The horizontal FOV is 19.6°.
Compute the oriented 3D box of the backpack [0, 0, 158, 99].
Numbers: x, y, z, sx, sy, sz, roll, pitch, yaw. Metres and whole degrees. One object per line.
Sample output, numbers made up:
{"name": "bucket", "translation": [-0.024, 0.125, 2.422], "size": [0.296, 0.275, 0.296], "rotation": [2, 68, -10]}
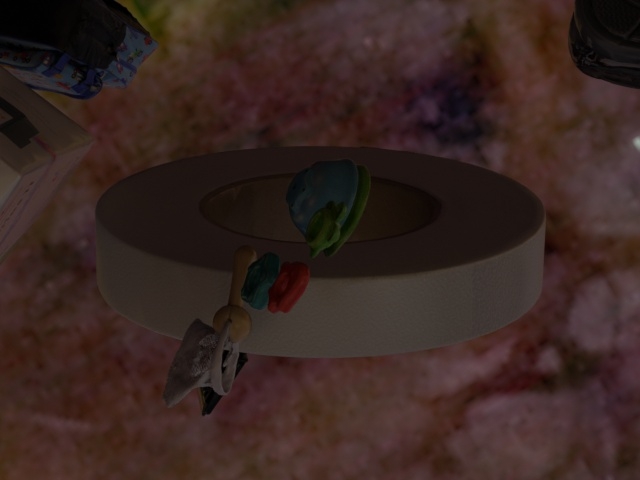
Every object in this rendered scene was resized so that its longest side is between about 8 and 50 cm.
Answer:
{"name": "backpack", "translation": [-0.269, -0.213, 1.998], "size": [0.158, 0.173, 0.117], "rotation": [16, -97, 34]}

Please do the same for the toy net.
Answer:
{"name": "toy net", "translation": [-0.038, 0.047, 1.331], "size": [0.232, 0.045, 0.122], "rotation": [-56, -154, 23]}

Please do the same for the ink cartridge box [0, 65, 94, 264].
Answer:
{"name": "ink cartridge box", "translation": [-0.319, -0.022, 1.500], "size": [0.207, 0.119, 0.353], "rotation": [-51, -179, 10]}

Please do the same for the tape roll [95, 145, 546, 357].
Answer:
{"name": "tape roll", "translation": [0.000, 0.000, 1.594], "size": [0.392, 0.072, 0.392], "rotation": [0, -163, 0]}

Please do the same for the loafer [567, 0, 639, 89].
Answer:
{"name": "loafer", "translation": [0.329, -0.145, 1.350], "size": [0.302, 0.109, 0.095], "rotation": [6, 159, -1]}

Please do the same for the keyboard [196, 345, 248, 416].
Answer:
{"name": "keyboard", "translation": [-0.108, 0.102, 1.863], "size": [0.100, 0.038, 0.192], "rotation": [-55, -165, 7]}
